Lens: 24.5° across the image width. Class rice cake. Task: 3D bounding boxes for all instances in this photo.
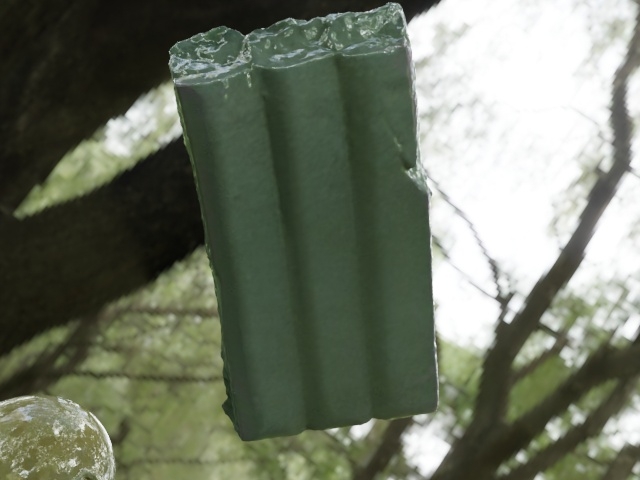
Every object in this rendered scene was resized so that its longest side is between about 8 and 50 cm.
[{"bbox_3d":[0.000,0.000,0.738,0.043,0.127,0.237,-113,-165,-54],"label":"rice cake"}]

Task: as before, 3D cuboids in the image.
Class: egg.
[{"bbox_3d":[-0.271,0.228,1.302,0.164,0.201,0.164,45,-12,12],"label":"egg"}]
